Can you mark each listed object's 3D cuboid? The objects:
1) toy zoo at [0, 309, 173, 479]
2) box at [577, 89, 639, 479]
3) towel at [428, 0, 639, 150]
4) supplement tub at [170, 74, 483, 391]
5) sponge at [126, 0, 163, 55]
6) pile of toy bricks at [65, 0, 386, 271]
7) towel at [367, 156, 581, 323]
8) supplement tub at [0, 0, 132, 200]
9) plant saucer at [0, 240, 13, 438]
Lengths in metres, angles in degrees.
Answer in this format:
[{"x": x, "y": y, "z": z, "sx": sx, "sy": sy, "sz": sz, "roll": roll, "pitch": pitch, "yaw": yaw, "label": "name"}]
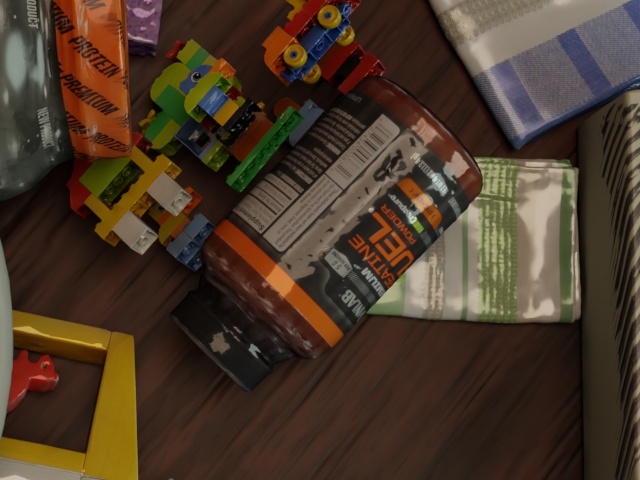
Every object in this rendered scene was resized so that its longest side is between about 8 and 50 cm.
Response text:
[{"x": -0.225, "y": 0.124, "z": 0.880, "sx": 0.293, "sy": 0.030, "sz": 0.192, "roll": 12, "pitch": 61, "yaw": -10, "label": "toy zoo"}, {"x": 0.234, "y": 0.047, "z": 0.986, "sx": 0.113, "sy": 0.094, "sz": 0.275, "roll": 2, "pitch": 78, "yaw": -12, "label": "box"}, {"x": 0.153, "y": -0.229, "z": 1.054, "sx": 0.209, "sy": 0.034, "sz": 0.285, "roll": -26, "pitch": 86, "yaw": -15, "label": "towel"}, {"x": 0.000, "y": 0.000, "z": 0.933, "sx": 0.106, "sy": 0.106, "sz": 0.198, "roll": 44, "pitch": 86, "yaw": -1, "label": "supplement tub"}, {"x": -0.200, "y": -0.194, "z": 0.972, "sx": 0.210, "sy": 0.031, "sz": 0.117, "roll": 9, "pitch": 78, "yaw": -10, "label": "sponge"}, {"x": -0.066, "y": -0.086, "z": 0.956, "sx": 0.212, "sy": 0.118, "sz": 0.105, "roll": -48, "pitch": 63, "yaw": 0, "label": "pile of toy bricks"}, {"x": 0.100, "y": -0.002, "z": 1.004, "sx": 0.152, "sy": 0.023, "sz": 0.113, "roll": 2, "pitch": 78, "yaw": -11, "label": "towel"}, {"x": -0.277, "y": -0.118, "z": 0.835, "sx": 0.338, "sy": 0.207, "sz": 0.207, "roll": -4, "pitch": 80, "yaw": -6, "label": "supplement tub"}, {"x": -0.326, "y": 0.082, "z": 0.695, "sx": 0.101, "sy": 0.400, "sz": 0.400, "roll": 20, "pitch": 71, "yaw": 37, "label": "plant saucer"}]
